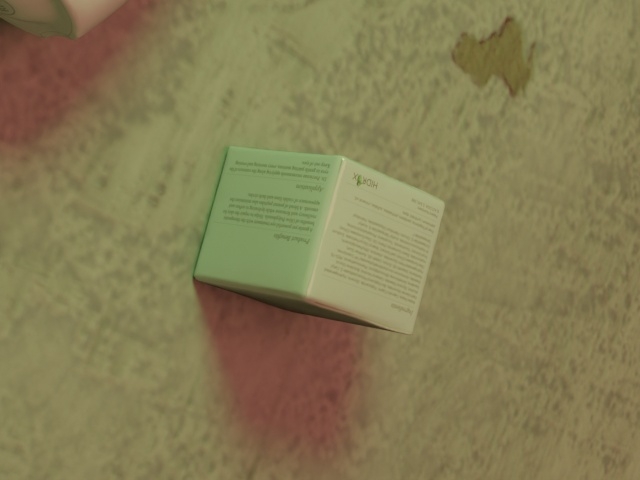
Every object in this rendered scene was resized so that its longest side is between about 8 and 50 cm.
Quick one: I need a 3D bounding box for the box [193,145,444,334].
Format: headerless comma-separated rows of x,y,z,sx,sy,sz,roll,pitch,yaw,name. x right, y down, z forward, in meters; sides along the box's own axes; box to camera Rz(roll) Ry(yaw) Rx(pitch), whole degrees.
0.000,0.000,0.909,0.102,0.101,0.087,22,80,-44,box

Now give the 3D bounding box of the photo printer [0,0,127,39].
-0.153,-0.267,0.719,0.307,0.107,0.256,43,67,-40,photo printer
